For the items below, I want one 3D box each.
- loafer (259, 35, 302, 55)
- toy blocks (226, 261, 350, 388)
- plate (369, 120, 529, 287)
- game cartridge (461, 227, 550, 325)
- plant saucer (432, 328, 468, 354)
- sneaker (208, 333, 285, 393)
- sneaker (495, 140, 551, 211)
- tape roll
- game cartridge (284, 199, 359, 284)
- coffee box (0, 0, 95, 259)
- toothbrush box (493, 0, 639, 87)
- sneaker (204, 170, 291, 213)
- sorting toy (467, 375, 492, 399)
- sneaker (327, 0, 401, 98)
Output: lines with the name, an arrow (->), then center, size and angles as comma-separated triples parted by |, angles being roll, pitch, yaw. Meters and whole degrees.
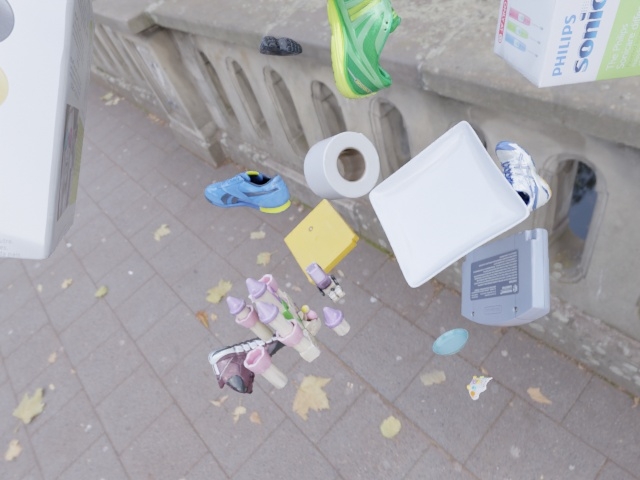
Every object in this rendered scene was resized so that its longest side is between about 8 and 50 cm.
loafer -> -0.149, -0.716, 1.673 | 0.170, 0.061, 0.062 | -3, 75, -32
toy blocks -> -0.111, 0.170, 1.231 | 0.309, 0.260, 0.288 | -39, 27, 1
plate -> 0.261, -0.075, 0.964 | 0.278, 0.045, 0.277 | -37, 52, 25
game cartridge -> 0.423, 0.100, 1.050 | 0.062, 0.297, 0.198 | 4, 78, -10
plant saucer -> 0.407, 0.320, 1.395 | 0.119, 0.021, 0.119 | -32, 10, 6
sneaker -> -0.208, 0.400, 1.448 | 0.281, 0.106, 0.162 | -12, 83, -21
sneaker -> 0.759, -0.245, 1.732 | 0.131, 0.112, 0.296 | -36, 88, -11
tape roll -> 0.080, -0.279, 1.721 | 0.246, 0.246, 0.169 | -46, 19, -20
game cartridge -> 0.000, 0.000, 2.019 | 0.285, 0.053, 0.323 | -44, 46, 10
coffee box -> -0.450, -0.180, 0.489 | 0.338, 0.334, 0.338 | 6, 4, -25
toothbrush box -> 0.338, -0.281, 0.427 | 0.283, 0.206, 0.122 | -9, 39, -1
sneaker -> -0.152, -0.108, 0.886 | 0.209, 0.082, 0.069 | 9, 42, 32
sorting toy -> 0.522, 0.467, 1.455 | 0.045, 0.075, 0.083 | 45, 60, 5
sneaker -> 0.073, -0.395, 0.762 | 0.123, 0.295, 0.109 | -2, 36, 11
